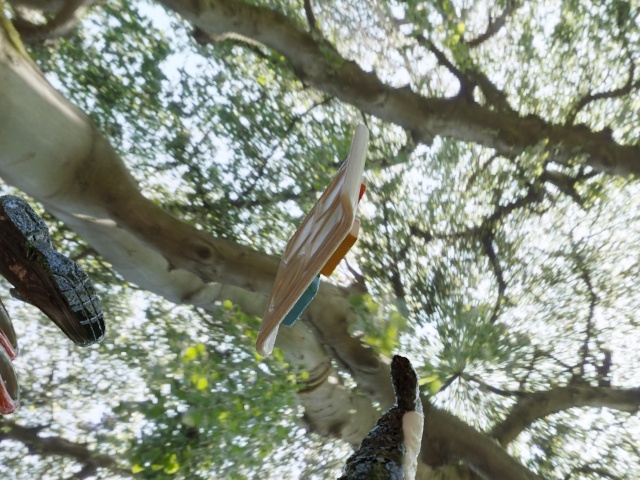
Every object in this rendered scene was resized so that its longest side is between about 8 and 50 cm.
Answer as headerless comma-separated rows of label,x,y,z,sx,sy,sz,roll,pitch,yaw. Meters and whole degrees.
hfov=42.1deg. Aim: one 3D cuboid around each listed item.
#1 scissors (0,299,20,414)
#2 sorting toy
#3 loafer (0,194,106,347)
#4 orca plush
scissors,-0.278,0.035,0.614,0.021,0.297,0.109,-14,-124,-6
sorting toy,0.000,0.000,0.876,0.038,0.193,0.208,27,-59,-8
loafer,-0.274,0.038,0.813,0.061,0.062,0.170,-37,-94,17
orca plush,0.017,0.207,0.592,0.102,0.151,0.287,23,-122,-9
